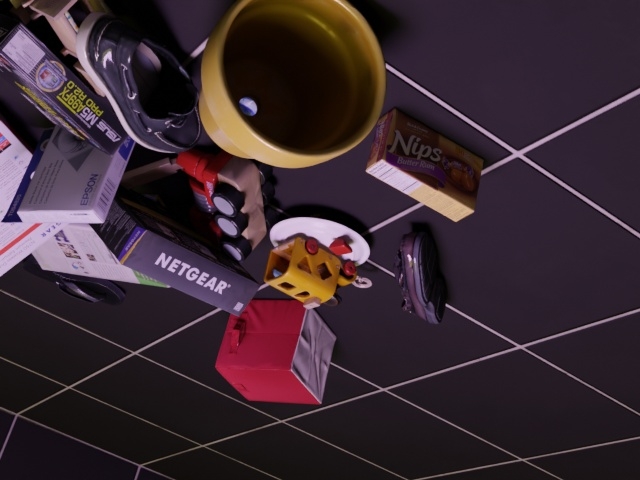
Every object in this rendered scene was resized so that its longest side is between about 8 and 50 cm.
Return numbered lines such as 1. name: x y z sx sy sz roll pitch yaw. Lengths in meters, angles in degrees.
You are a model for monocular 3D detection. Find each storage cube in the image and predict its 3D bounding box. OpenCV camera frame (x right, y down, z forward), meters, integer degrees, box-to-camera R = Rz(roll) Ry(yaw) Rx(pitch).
1. storage cube: -0.099 0.257 2.338 0.193 0.183 0.215 -1 147 25

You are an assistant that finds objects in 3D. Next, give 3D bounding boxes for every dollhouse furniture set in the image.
1. dollhouse furniture set: -0.393 -0.344 1.579 0.161 0.101 0.182 30 160 28

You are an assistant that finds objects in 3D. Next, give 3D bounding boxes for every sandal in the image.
1. sandal: -0.599 0.109 2.445 0.255 0.054 0.097 22 150 -11

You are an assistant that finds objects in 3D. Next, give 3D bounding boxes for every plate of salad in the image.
1. plate of salad: 0.000 0.000 1.990 0.200 0.048 0.199 10 151 6

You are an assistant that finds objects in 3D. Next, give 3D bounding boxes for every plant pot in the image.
1. plant pot: -0.068 -0.219 1.474 0.254 0.254 0.239 26 163 -19

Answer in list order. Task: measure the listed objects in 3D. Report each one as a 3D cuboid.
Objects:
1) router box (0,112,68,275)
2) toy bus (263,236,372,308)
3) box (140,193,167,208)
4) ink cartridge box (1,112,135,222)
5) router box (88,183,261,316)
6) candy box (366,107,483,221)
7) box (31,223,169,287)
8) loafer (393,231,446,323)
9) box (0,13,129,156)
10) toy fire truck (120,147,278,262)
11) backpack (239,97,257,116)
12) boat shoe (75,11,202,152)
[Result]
1. router box: -0.677 -0.058 1.948 0.082 0.335 0.301 47 173 39
2. toy bus: -0.012 0.079 1.977 0.202 0.104 0.191 7 151 11
3. box: -0.402 -0.060 2.068 0.169 0.054 0.059 3 149 20
4. ink cartridge box: -0.451 -0.130 1.801 0.224 0.223 0.045 -1 146 23
5. router box: -0.290 0.007 1.905 0.309 0.081 0.243 30 -172 -45
6. candy box: 0.171 -0.122 1.644 0.187 0.109 0.053 28 148 -21
7. box: -0.501 0.007 2.228 0.322 0.058 0.232 9 150 13
8. loafer: 0.180 0.078 1.991 0.095 0.109 0.302 8 153 20
9. box: -0.456 -0.263 1.648 0.216 0.060 0.270 27 165 45
10. toy fire truck: -0.227 -0.084 1.885 0.246 0.158 0.217 27 149 21
11. backpack: -0.128 -0.213 1.652 0.114 0.084 0.105 1 150 19
12. boat shoe: -0.252 -0.233 1.601 0.113 0.127 0.340 16 157 26
